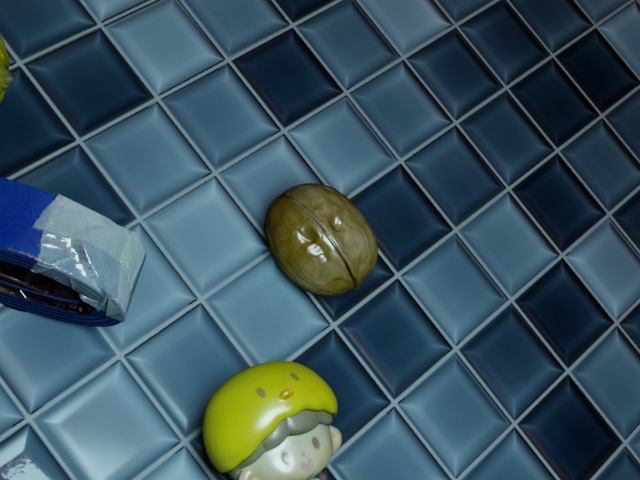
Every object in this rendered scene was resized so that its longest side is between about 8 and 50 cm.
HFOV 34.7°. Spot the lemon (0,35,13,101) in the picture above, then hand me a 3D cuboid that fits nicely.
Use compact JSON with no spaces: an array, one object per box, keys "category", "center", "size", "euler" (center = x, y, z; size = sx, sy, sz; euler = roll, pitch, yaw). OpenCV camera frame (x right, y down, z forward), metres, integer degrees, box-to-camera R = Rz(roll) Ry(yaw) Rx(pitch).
[{"category":"lemon","center":[-0.590,-0.272,1.536],"size":[0.228,0.228,0.253],"euler":[-28,61,-31]}]

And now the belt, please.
[{"category":"belt","center":[-0.432,0.011,1.488],"size":[0.346,0.212,0.117],"euler":[20,60,-10]}]

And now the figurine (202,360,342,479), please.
[{"category":"figurine","center":[-0.048,0.351,1.531],"size":[0.215,0.187,0.344],"euler":[-12,79,-37]}]

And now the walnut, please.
[{"category":"walnut","center":[0.000,0.000,1.715],"size":[0.167,0.167,0.207],"euler":[-36,83,-32]}]
